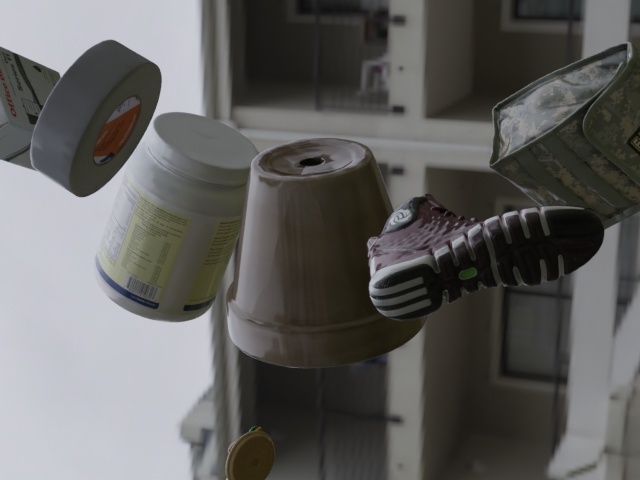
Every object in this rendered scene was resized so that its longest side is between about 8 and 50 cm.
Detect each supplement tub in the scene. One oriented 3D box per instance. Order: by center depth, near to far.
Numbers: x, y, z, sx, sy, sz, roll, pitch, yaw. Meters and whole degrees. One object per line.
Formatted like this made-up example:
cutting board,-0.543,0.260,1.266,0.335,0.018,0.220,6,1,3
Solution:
supplement tub,-0.256,-0.042,2.364,0.325,0.235,0.235,-66,-12,25

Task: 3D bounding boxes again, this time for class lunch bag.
lunch bag,0.448,-0.161,2.056,0.235,0.287,0.169,35,-137,-27

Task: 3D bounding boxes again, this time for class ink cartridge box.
ink cartridge box,-0.459,-0.198,1.971,0.208,0.087,0.153,18,-133,-66

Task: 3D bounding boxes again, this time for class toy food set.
toy food set,-0.090,0.282,1.686,0.082,0.020,0.083,-27,-62,-35

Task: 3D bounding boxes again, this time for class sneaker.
sneaker,0.181,-0.016,1.560,0.162,0.281,0.106,-106,1,-53

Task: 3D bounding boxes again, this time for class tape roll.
tape roll,-0.316,-0.172,1.865,0.219,0.072,0.219,-55,-10,-15

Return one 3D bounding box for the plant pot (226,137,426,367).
plant pot,0.000,0.000,2.054,0.323,0.323,0.280,-48,-43,-58
